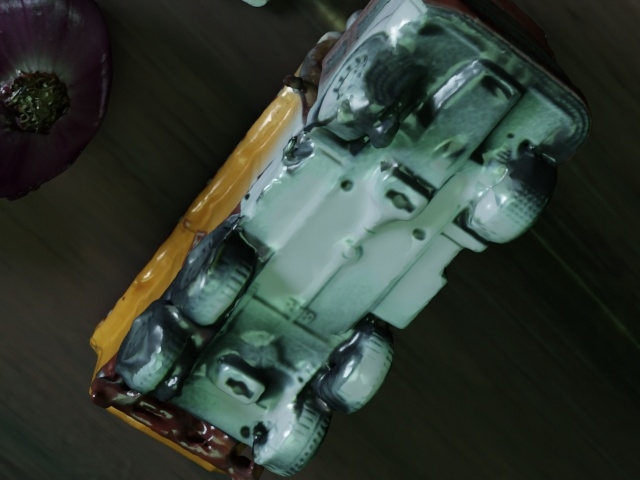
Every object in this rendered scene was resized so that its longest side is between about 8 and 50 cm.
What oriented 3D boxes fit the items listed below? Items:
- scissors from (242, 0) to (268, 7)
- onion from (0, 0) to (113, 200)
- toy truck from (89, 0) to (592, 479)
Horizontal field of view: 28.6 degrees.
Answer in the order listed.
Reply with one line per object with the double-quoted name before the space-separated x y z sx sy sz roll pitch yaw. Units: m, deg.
"scissors" -0.070 -0.143 0.579 0.113 0.012 0.039 34 109 -15
"onion" -0.151 -0.075 0.565 0.115 0.104 0.115 -29 136 -32
"toy truck" 0.000 0.000 0.584 0.114 0.135 0.270 34 113 -17
